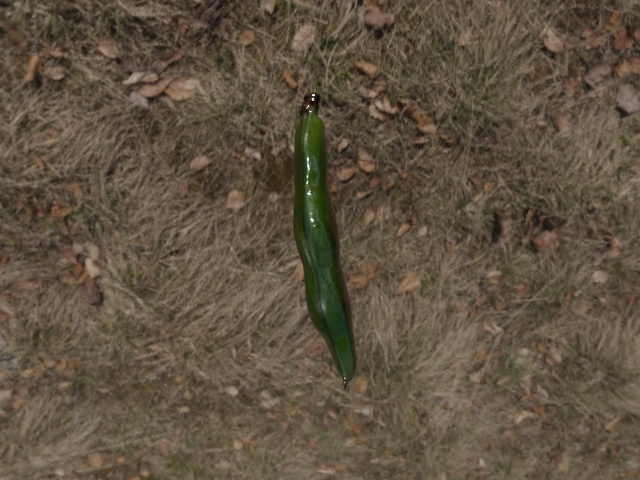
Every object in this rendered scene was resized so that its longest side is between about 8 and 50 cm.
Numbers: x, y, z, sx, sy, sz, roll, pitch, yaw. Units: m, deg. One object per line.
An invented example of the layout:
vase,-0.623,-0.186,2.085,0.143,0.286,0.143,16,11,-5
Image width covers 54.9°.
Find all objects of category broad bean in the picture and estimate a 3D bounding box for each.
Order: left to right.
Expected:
broad bean,-0.001,0.000,0.604,0.043,0.060,0.298,-6,94,24
